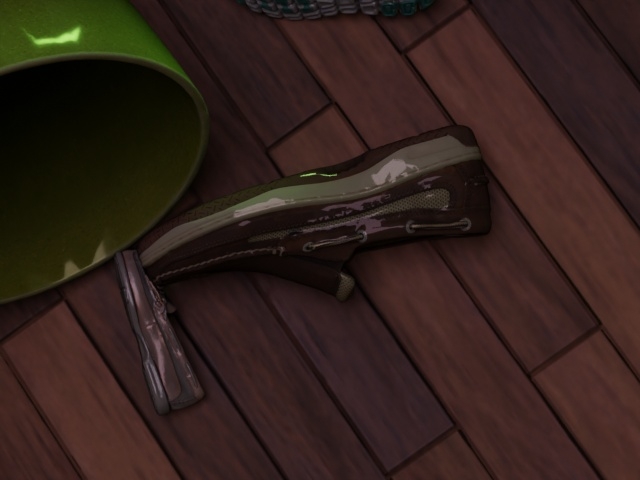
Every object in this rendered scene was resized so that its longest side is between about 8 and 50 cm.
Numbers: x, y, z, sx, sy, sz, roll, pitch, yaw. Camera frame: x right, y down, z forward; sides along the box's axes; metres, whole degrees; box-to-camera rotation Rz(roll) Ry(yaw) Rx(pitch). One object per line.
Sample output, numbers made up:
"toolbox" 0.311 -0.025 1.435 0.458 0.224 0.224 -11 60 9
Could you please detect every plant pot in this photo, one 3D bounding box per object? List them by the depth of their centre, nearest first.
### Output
"plant pot" -0.261 -0.146 1.361 0.275 0.275 0.293 -30 62 4

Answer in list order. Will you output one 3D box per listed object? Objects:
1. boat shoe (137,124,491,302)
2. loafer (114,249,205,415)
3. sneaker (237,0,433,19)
"boat shoe" -0.001 0.000 1.359 0.257 0.095 0.095 -18 85 6
"loafer" -0.119 0.064 1.399 0.039 0.045 0.125 -15 86 -10
"sneaker" 0.006 -0.208 1.412 0.166 0.065 0.076 2 66 7
